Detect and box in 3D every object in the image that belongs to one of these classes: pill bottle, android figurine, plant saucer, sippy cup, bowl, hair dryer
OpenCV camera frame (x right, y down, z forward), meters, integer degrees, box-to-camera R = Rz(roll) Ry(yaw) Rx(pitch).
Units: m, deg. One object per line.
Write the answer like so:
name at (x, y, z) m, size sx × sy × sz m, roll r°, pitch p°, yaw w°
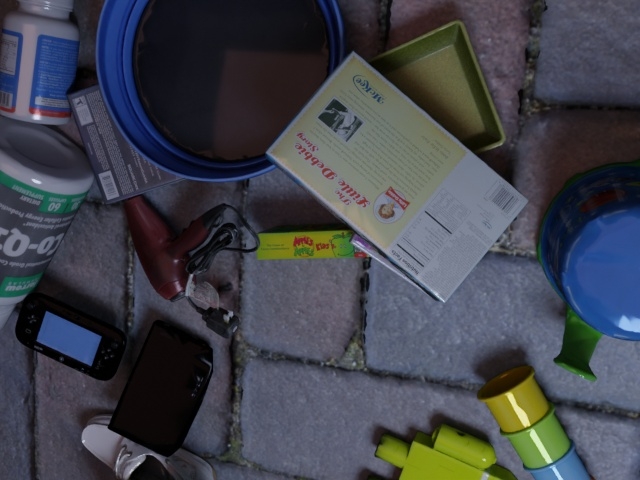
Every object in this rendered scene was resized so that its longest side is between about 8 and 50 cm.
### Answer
pill bottle at (-0.561, -0.018, 1.261) m, size 0.204 × 0.204 × 0.361 m, roll 39°, pitch 111°, yaw 9°
android figurine at (0.204, 0.418, 1.154) m, size 0.273 × 0.056 × 0.248 m, roll 23°, pitch 106°, yaw 16°
plant saucer at (0.155, -0.199, 1.066) m, size 0.189 × 0.045 × 0.188 m, roll -20°, pitch 92°, yaw 22°
sippy cup at (0.396, 0.022, 0.926) m, size 0.240 × 0.224 × 0.305 m, roll -12°, pitch 96°, yaw 21°
pill bottle at (-0.474, -0.316, 1.222) m, size 0.124 × 0.124 × 0.221 m, roll 17°, pitch 104°, yaw 16°
bowl at (-0.150, -0.283, 1.106) m, size 0.392 × 0.077 × 0.390 m, roll 1°, pitch 94°, yaw 12°
hair dryer at (-0.217, 0.007, 1.197) m, size 0.294 × 0.080 × 0.223 m, roll 26°, pitch 114°, yaw 26°

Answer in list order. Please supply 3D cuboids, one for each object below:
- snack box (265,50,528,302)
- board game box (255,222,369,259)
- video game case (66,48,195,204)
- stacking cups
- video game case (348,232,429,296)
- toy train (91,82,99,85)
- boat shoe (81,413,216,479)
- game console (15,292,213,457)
snack box at (0.104, -0.086, 1.005) m, size 0.322 × 0.060 × 0.187 m, roll 41°, pitch 87°, yaw -1°
board game box at (0.000, 0.000, 1.129) m, size 0.181 × 0.092 × 0.043 m, roll -2°, pitch 98°, yaw 20°
video game case at (-0.268, -0.190, 1.201) m, size 0.274 × 0.026 × 0.196 m, roll -16°, pitch 97°, yaw 12°
stacking cups at (0.347, 0.346, 1.074) m, size 0.096 × 0.096 × 0.316 m, roll -28°, pitch 92°, yaw 21°
video game case at (0.143, -0.015, 1.061) m, size 0.157 × 0.019 × 0.143 m, roll 34°, pitch 88°, yaw -14°
toy train at (-0.358, -0.283, 1.240) m, size 0.158 × 0.027 × 0.036 m, roll -42°, pitch 74°, yaw 21°
boat shoe at (-0.328, 0.400, 1.311) m, size 0.277 × 0.096 × 0.098 m, roll 19°, pitch 105°, yaw 15°
game console at (-0.376, 0.218, 1.279) m, size 0.362 × 0.044 × 0.213 m, roll 24°, pitch 96°, yaw 4°
